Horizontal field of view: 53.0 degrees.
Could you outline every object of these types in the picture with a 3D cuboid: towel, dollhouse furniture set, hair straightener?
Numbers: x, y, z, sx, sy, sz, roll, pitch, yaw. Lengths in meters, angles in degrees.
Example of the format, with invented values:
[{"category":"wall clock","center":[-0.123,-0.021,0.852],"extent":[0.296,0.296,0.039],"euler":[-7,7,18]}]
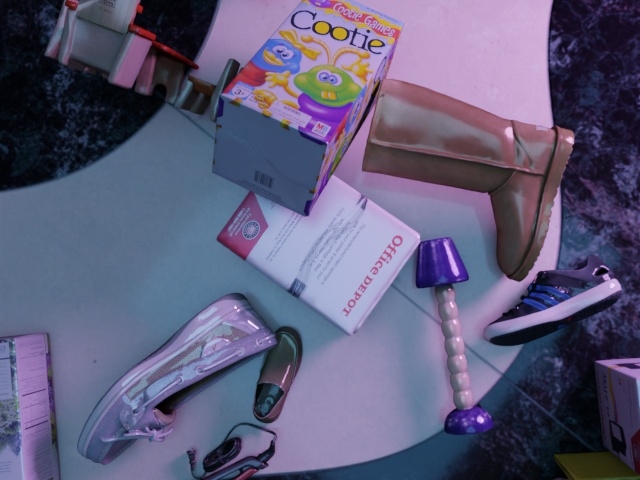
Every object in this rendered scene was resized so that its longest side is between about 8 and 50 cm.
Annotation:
[{"category":"towel","center":[0.454,0.310,0.878],"extent":[0.237,0.102,0.021],"euler":[-5,91,4]},{"category":"dollhouse furniture set","center":[-0.243,-0.274,0.891],"extent":[0.262,0.259,0.135],"euler":[22,97,4]},{"category":"hair straightener","center":[-0.165,0.342,0.947],"extent":[0.230,0.047,0.089],"euler":[-35,85,1]}]

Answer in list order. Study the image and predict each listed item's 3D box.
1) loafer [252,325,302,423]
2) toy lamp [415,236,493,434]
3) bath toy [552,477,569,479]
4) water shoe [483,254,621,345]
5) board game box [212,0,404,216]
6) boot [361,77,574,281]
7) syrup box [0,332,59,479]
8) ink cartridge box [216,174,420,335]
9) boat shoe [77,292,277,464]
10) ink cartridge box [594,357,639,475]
[{"category":"loafer","center":[-0.064,0.201,0.948],"extent":[0.056,0.050,0.148],"euler":[12,87,5]},{"category":"toy lamp","center":[0.188,0.133,0.921],"extent":[0.080,0.080,0.275],"euler":[-10,84,3]},{"category":"bath toy","center":[0.437,0.391,0.861],"extent":[0.348,0.129,0.152],"euler":[-8,85,3]},{"category":"water shoe","center":[0.324,0.088,0.930],"extent":[0.203,0.073,0.080],"euler":[-21,58,3]},{"category":"board game box","center":[-0.012,-0.194,0.861],"extent":[0.144,0.142,0.275],"euler":[25,53,5]},{"category":"boot","center":[0.190,-0.084,0.911],"extent":[0.269,0.089,0.236],"euler":[13,100,2]},{"category":"syrup box","center":[-0.460,0.261,0.950],"extent":[0.093,0.096,0.237],"euler":[-7,86,5]},{"category":"ink cartridge box","center":[0.000,0.000,0.932],"extent":[0.237,0.100,0.172],"euler":[35,89,7]},{"category":"boat shoe","center":[-0.207,0.213,0.923],"extent":[0.320,0.118,0.103],"euler":[-41,73,-6]},{"category":"ink cartridge box","center":[0.428,0.230,0.849],"extent":[0.072,0.175,0.128],"euler":[-5,85,6]}]
